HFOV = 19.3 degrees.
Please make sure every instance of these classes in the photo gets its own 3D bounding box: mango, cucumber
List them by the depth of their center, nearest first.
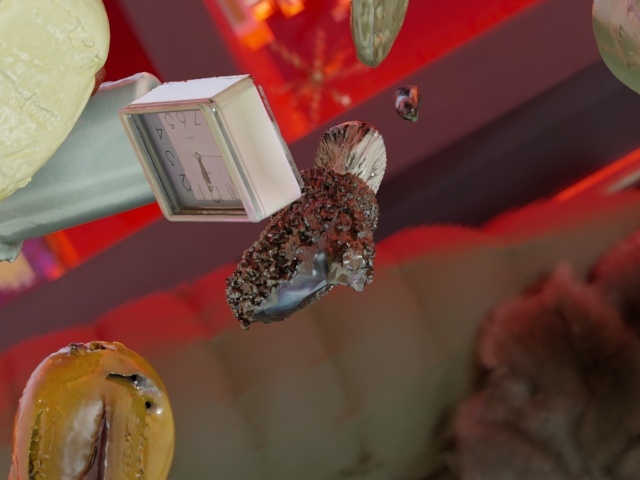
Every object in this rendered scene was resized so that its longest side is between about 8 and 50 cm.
[{"bbox_3d":[-0.202,0.214,1.675,0.151,0.156,0.248,-23,-111,58],"label":"mango"},{"bbox_3d":[0.103,-0.163,2.187,0.033,0.036,0.184,35,8,-4],"label":"cucumber"}]

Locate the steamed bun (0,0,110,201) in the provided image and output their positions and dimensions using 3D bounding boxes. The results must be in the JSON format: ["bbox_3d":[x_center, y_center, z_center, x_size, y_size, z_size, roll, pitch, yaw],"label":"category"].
[{"bbox_3d":[-0.332,-0.161,1.738,0.166,0.273,0.232,36,5,26],"label":"steamed bun"}]

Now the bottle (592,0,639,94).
[{"bbox_3d":[0.359,-0.145,1.503,0.168,0.168,0.347,57,-3,-30],"label":"bottle"}]

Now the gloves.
[{"bbox_3d":[-0.004,-0.006,2.269,0.135,0.312,0.210,41,-34,-10],"label":"gloves"}]

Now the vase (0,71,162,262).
[{"bbox_3d":[-0.348,-0.122,2.632,0.245,0.291,0.245,-16,90,-79],"label":"vase"}]

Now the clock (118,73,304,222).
[{"bbox_3d":[-0.117,-0.094,2.001,0.192,0.071,0.147,2,-59,54],"label":"clock"}]

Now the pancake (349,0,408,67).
[{"bbox_3d":[0.078,-0.348,2.444,0.242,0.050,0.241,13,90,-77],"label":"pancake"}]

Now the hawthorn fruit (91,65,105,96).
[{"bbox_3d":[-0.324,-0.223,2.507,0.077,0.077,0.077,59,6,-10],"label":"hawthorn fruit"}]
